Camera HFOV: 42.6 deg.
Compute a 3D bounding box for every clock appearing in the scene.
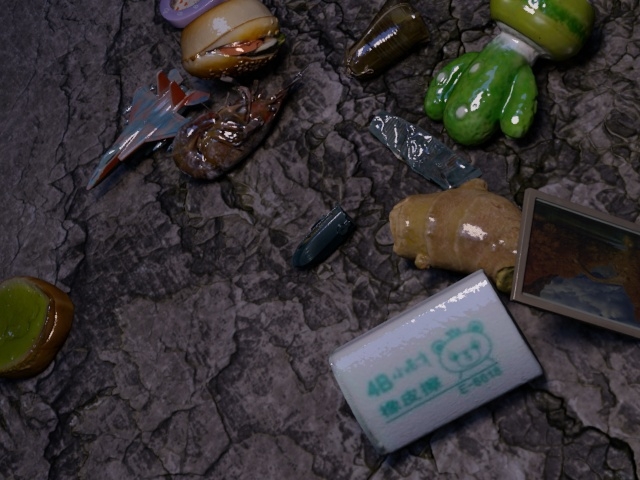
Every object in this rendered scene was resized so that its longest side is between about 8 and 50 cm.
[{"bbox_3d":[-0.271,-0.572,1.897,0.172,0.064,0.198,15,75,30],"label":"clock"}]

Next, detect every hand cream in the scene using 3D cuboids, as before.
[{"bbox_3d":[0.178,-0.169,1.515,0.075,0.052,0.248,-49,57,-1],"label":"hand cream"}]

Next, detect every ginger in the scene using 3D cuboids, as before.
[{"bbox_3d":[0.276,0.003,1.355,0.354,0.126,0.190,29,72,29],"label":"ginger"}]

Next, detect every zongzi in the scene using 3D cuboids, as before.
[{"bbox_3d":[0.111,-0.419,1.651,0.187,0.084,0.184,-32,44,14],"label":"zongzi"}]

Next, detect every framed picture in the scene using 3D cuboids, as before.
[{"bbox_3d":[0.409,0.039,1.243,0.250,0.016,0.184,18,71,-12],"label":"framed picture"}]

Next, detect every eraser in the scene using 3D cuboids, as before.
[{"bbox_3d":[0.178,0.194,1.298,0.290,0.104,0.189,-31,89,10],"label":"eraser"}]

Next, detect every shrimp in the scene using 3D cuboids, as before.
[{"bbox_3d":[-0.160,-0.258,1.678,0.343,0.116,0.145,-39,81,2],"label":"shrimp"}]

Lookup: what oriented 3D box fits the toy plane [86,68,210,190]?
[{"bbox_3d":[-0.385,-0.226,1.777,0.223,0.104,0.326,39,92,34],"label":"toy plane"}]

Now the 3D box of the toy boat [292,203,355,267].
[{"bbox_3d":[0.000,0.000,1.522,0.141,0.055,0.060,-46,34,1],"label":"toy boat"}]

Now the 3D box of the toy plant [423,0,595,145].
[{"bbox_3d":[0.331,-0.307,1.459,0.224,0.184,0.316,45,107,38],"label":"toy plant"}]

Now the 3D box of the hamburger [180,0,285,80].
[{"bbox_3d":[-0.187,-0.408,1.702,0.237,0.237,0.147,-22,96,15],"label":"hamburger"}]

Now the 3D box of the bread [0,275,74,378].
[{"bbox_3d":[-0.634,0.181,1.730,0.236,0.070,0.236,-11,63,22],"label":"bread"}]
